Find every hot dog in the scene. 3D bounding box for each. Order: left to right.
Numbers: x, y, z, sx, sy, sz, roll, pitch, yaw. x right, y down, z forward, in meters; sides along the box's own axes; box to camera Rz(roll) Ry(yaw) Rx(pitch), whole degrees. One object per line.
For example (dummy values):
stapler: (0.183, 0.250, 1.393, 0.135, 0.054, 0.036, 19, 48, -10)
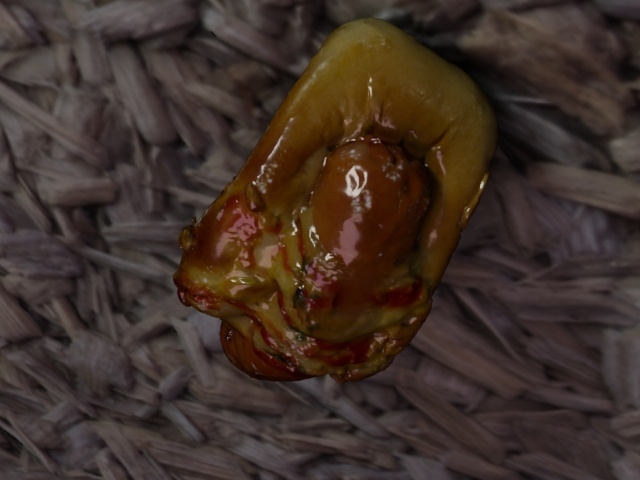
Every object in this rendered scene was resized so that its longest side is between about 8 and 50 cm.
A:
hot dog: (0.000, 0.000, 0.858, 0.150, 0.153, 0.257, 30, 141, -2)
